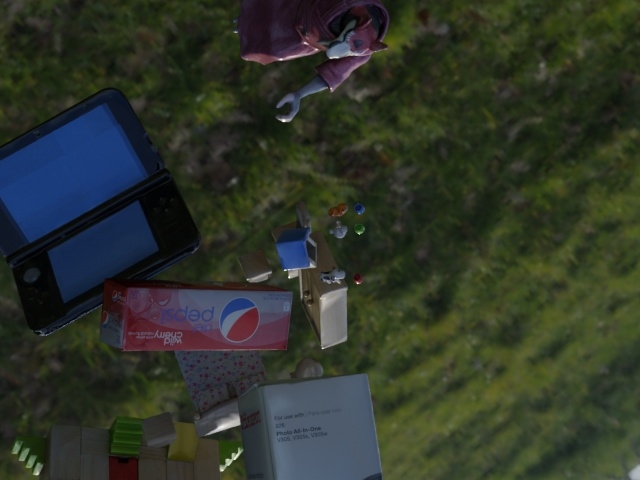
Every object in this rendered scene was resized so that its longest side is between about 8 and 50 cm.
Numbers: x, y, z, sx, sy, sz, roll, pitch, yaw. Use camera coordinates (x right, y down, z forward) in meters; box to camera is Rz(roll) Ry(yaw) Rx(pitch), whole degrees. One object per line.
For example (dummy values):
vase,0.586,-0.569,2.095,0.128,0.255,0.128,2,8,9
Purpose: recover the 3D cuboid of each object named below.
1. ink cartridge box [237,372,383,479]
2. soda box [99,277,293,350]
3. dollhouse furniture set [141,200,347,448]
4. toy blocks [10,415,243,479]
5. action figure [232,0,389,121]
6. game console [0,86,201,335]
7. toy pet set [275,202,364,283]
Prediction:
ink cartridge box,-0.005,0.295,1.232,0.121,0.289,0.211,-6,169,-12
soda box,-0.172,0.104,1.616,0.263,0.092,0.083,3,-174,-34
dollhouse furniture set,-0.147,0.115,1.813,0.355,0.303,0.174,-17,145,-11
toy blocks,-0.310,0.450,1.875,0.381,0.261,0.191,10,141,-22
action figure,0.015,-0.333,1.773,0.276,0.370,0.248,-10,115,-29
game console,-0.366,-0.045,1.730,0.293,0.250,0.173,-30,136,-1
toy pet set,0.000,0.000,1.648,0.114,0.122,0.065,-7,159,19
